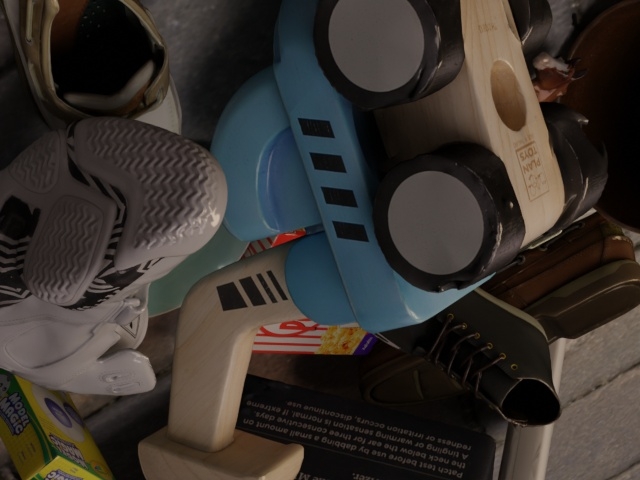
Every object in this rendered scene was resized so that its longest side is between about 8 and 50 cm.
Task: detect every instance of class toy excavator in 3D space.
[{"bbox_3d":[0.000,0.000,1.520,0.445,0.433,0.222,-13,-172,33],"label":"toy excavator"}]

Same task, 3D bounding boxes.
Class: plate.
[{"bbox_3d":[-0.143,-0.005,1.593,0.188,0.024,0.188,-20,139,-18],"label":"plate"}]

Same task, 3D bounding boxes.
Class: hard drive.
[{"bbox_3d":[0.208,0.256,1.903,0.047,0.353,0.233,9,138,8],"label":"hard drive"}]

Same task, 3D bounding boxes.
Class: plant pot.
[{"bbox_3d":[0.371,-0.124,1.716,0.230,0.215,0.215,-11,139,-49],"label":"plant pot"}]

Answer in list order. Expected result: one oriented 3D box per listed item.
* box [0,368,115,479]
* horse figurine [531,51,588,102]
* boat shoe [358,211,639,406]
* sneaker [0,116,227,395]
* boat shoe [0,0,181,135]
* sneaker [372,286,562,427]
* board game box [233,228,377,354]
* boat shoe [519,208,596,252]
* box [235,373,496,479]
[{"bbox_3d":[-0.237,0.167,1.583,0.043,0.179,0.105,-39,143,7],"label":"box"},{"bbox_3d":[0.108,-0.076,1.655,0.174,0.066,0.263,11,114,-45],"label":"horse figurine"},{"bbox_3d":[0.172,0.069,1.842,0.307,0.104,0.111,-23,151,3],"label":"boat shoe"},{"bbox_3d":[-0.169,0.021,1.418,0.365,0.137,0.210,-19,152,37],"label":"sneaker"},{"bbox_3d":[-0.169,-0.129,1.372,0.113,0.103,0.302,-31,143,-3],"label":"boat shoe"},{"bbox_3d":[0.127,0.093,1.698,0.222,0.118,0.083,19,116,-19],"label":"sneaker"},{"bbox_3d":[-0.005,0.040,1.723,0.193,0.045,0.147,4,129,-39],"label":"board game box"},{"bbox_3d":[0.207,-0.036,1.784,0.219,0.078,0.070,-30,177,-11],"label":"boat shoe"},{"bbox_3d":[-0.032,0.471,1.775,0.297,0.472,0.480,14,140,13],"label":"box"}]
